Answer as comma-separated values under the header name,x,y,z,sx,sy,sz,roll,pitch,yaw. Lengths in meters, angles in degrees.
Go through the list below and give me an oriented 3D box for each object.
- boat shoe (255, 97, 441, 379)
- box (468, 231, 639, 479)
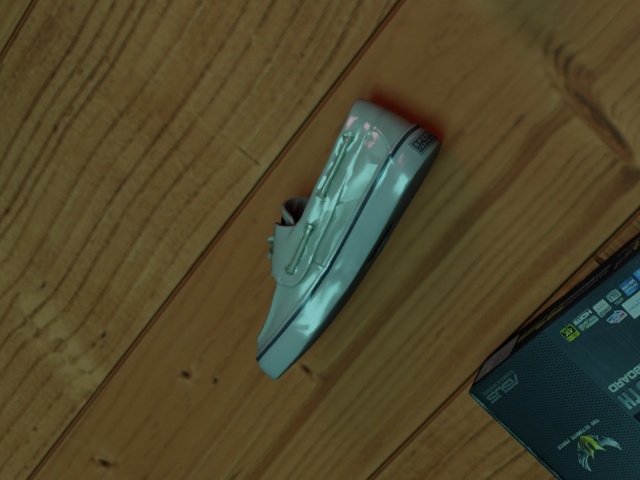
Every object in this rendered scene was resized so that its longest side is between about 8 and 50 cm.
name,x,y,z,sx,sy,sz,roll,pitch,yaw
boat shoe,0.000,0.000,1.369,0.088,0.096,0.267,35,125,7
box,0.262,0.112,1.333,0.183,0.059,0.232,43,126,-5
